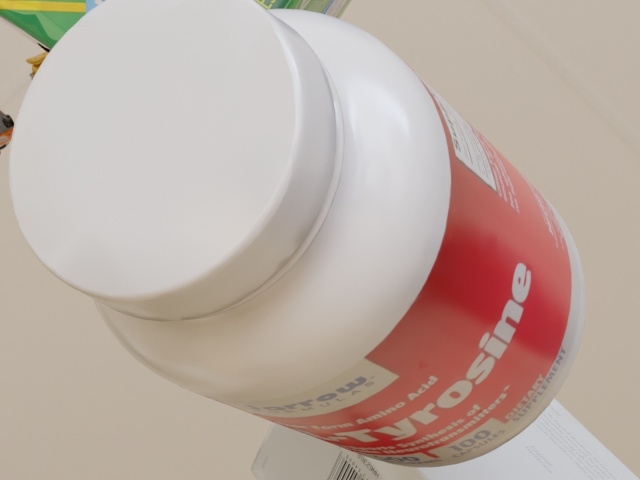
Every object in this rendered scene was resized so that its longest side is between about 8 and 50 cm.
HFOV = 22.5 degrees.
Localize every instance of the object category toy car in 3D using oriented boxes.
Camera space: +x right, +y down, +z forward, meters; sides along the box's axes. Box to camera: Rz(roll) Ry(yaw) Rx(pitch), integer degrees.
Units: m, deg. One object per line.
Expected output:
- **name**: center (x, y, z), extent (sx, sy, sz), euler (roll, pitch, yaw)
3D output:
- **toy car**: center (-0.243, -0.104, 1.306), extent (0.060, 0.122, 0.040), euler (22, -45, 31)

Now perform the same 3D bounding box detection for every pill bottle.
- **pill bottle**: center (0.000, 0.000, 0.981), extent (0.229, 0.229, 0.408), euler (-26, -25, 17)

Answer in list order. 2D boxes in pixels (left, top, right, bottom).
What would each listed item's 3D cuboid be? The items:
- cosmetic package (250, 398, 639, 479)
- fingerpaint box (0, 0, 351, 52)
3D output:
- **cosmetic package**: center (0.106, 0.199, 1.318), extent (0.225, 0.224, 0.138), euler (-2, -54, -41)
- **fingerpaint box**: center (-0.101, -0.337, 1.169), extent (0.371, 0.163, 0.445), euler (35, -90, 10)
